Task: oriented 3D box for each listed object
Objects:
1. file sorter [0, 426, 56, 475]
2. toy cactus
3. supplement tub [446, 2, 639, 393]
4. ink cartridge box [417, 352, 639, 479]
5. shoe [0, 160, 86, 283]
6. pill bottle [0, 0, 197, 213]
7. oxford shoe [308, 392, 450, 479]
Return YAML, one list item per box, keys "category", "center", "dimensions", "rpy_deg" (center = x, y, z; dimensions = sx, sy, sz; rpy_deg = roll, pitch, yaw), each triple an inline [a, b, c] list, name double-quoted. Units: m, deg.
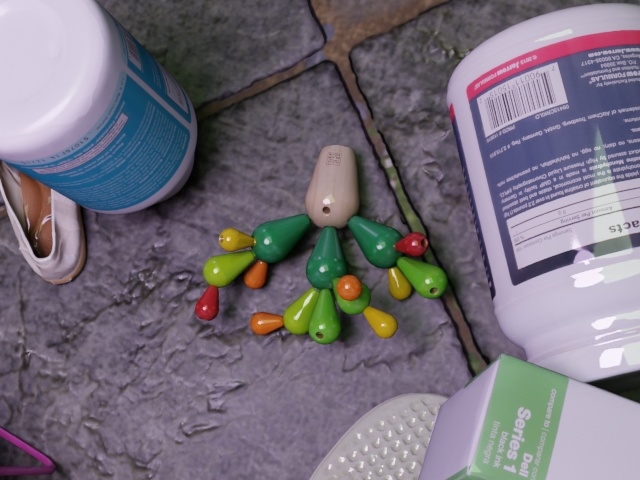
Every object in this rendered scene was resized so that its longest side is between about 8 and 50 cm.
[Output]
- category: "file sorter"
  center: [-0.392, 0.275, 0.915]
  dimensions: [0.202, 0.182, 0.291]
  rpy_deg: [26, 85, 17]
- category: "toy cactus"
  center: [0.000, 0.000, 0.933]
  dimensions: [0.218, 0.112, 0.181]
  rpy_deg: [-3, 66, 22]
- category: "supplement tub"
  center: [0.214, -0.026, 0.827]
  dimensions: [0.191, 0.191, 0.272]
  rpy_deg: [-14, 74, 11]
- category: "ink cartridge box"
  center: [0.195, 0.176, 0.763]
  dimensions: [0.219, 0.160, 0.093]
  rpy_deg: [20, 66, -1]
- category: "shoe"
  center: [-0.272, -0.068, 1.029]
  dimensions: [0.076, 0.058, 0.219]
  rpy_deg: [-18, 73, 9]
- category: "pill bottle"
  center: [-0.196, -0.108, 0.912]
  dimensions: [0.146, 0.264, 0.146]
  rpy_deg: [-4, 75, 14]
- category: "oxford shoe"
  center: [0.031, 0.335, 0.831]
  dimensions: [0.169, 0.130, 0.449]
  rpy_deg: [10, 65, 15]
